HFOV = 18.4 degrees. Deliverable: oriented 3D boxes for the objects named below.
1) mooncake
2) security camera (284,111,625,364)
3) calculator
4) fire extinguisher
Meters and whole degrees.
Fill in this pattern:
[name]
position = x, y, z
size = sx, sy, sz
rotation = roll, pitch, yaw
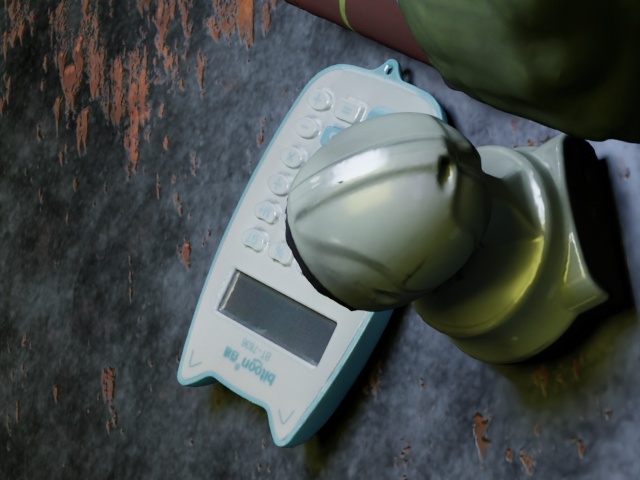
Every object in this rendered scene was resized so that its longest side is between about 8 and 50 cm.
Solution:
[mooncake]
position = 0.234, -0.254, 1.563
size = 0.194, 0.356, 0.356
rotation = 21, 92, 49
[security camera]
position = 0.099, -0.010, 1.679
size = 0.191, 0.277, 0.197
rotation = -28, 57, 37
[calculator]
position = 0.000, 0.000, 1.957
size = 0.256, 0.054, 0.386
rotation = 26, 94, 49
[fire extinguisher]
position = 0.105, -0.230, 1.892
size = 0.341, 0.105, 0.141
rotation = 29, 77, 42
